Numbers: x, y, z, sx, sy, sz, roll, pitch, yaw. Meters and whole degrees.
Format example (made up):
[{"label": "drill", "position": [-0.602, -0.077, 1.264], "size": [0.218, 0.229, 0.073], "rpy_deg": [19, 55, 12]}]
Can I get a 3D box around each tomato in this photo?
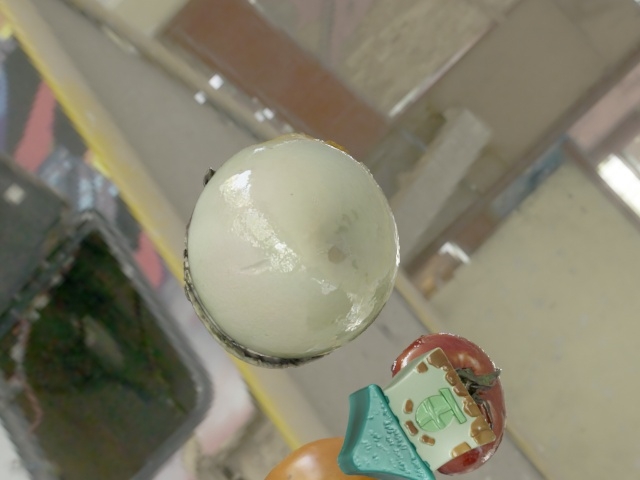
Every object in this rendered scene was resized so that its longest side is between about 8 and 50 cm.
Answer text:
[{"label": "tomato", "position": [0.217, 0.244, 2.129], "size": [0.228, 0.101, 0.228], "rpy_deg": [19, 58, -34]}]

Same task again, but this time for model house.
[{"label": "model house", "position": [0.090, 0.206, 1.489], "size": [0.127, 0.149, 0.100], "rpy_deg": [58, -15, 4]}]

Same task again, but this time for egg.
[{"label": "egg", "position": [0.001, 0.005, 1.558], "size": [0.286, 0.174, 0.264], "rpy_deg": [-21, 95, -37]}]

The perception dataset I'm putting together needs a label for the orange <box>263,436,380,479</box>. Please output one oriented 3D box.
[{"label": "orange", "position": [0.030, 0.483, 2.283], "size": [0.312, 0.312, 0.312], "rpy_deg": [45, 10, -10]}]
